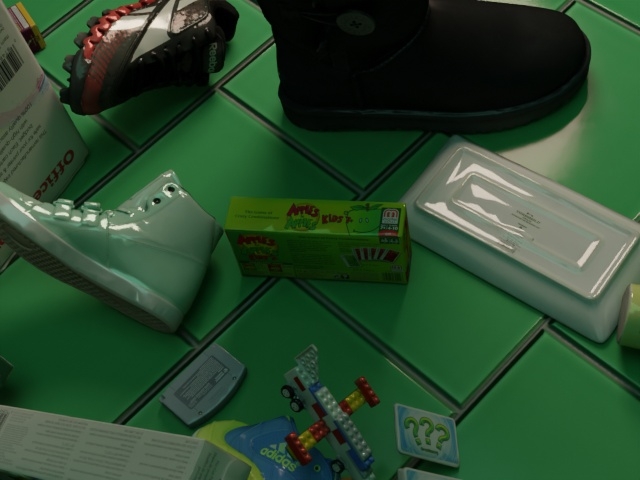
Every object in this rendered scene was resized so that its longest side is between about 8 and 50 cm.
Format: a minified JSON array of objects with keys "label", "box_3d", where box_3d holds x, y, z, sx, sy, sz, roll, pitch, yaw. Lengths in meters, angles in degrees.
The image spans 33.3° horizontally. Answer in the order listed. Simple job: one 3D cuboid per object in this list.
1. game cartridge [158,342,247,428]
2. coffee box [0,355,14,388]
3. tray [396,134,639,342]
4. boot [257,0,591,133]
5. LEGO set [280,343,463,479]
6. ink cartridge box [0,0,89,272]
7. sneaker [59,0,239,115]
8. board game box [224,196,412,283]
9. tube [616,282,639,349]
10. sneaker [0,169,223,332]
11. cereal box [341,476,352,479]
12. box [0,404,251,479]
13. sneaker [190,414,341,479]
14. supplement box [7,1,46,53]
[{"label":"game cartridge","box_3d":[-0.116,0.148,1.081,0.056,0.017,0.083,34,69,30]},{"label":"coffee box","box_3d":[-0.391,0.188,1.061,0.113,0.040,0.184,-2,52,42]},{"label":"tray","box_3d":[0.213,-0.015,1.121,0.270,0.030,0.145,30,68,25]},{"label":"boot","box_3d":[0.099,-0.290,1.065,0.366,0.445,0.146,-8,57,4]},{"label":"LEGO set","box_3d":[0.045,0.201,0.908,0.244,0.060,0.183,21,51,-31]},{"label":"ink cartridge box","box_3d":[-0.391,-0.121,1.142,0.117,0.278,0.201,20,63,24]},{"label":"sneaker","box_3d":[-0.189,-0.224,1.254,0.135,0.098,0.276,28,46,10]},{"label":"board game box","box_3d":[0.000,0.000,1.109,0.181,0.092,0.043,2,57,11]},{"label":"tube","box_3d":[0.404,0.095,1.008,0.240,0.062,0.070,11,104,10]},{"label":"sneaker","box_3d":[-0.229,-0.026,1.134,0.255,0.094,0.151,30,68,-3]},{"label":"cereal box","box_3d":[-0.029,0.340,0.924,0.173,0.047,0.240,-13,57,0]},{"label":"box","box_3d":[-0.202,0.198,0.951,0.324,0.063,0.067,-2,58,41]},{"label":"sneaker","box_3d":[-0.030,0.243,0.902,0.126,0.091,0.240,-20,54,-5]},{"label":"supplement box","box_3d":[-0.403,-0.258,1.369,0.083,0.043,0.055,-30,58,-11]}]
